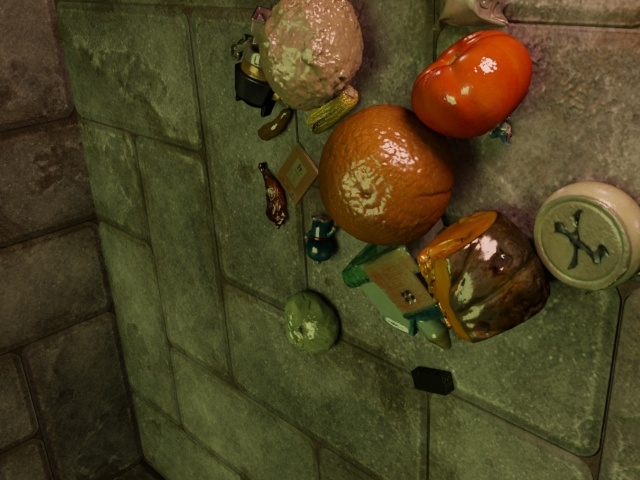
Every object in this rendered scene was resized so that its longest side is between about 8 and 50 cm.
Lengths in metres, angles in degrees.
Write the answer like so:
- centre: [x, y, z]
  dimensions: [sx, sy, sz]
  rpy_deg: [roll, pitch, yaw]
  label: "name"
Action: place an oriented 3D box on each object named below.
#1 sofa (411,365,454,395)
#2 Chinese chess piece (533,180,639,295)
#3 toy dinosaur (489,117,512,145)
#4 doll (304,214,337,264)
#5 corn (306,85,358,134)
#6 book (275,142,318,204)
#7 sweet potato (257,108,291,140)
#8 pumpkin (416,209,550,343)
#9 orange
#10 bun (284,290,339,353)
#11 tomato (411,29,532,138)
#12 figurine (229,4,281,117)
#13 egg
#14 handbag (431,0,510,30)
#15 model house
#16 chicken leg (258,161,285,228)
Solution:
- centre: [0.314, 0.393, 1.915]
  dimensions: [0.118, 0.039, 0.060]
  rpy_deg: [0, 107, 50]
  label: "sofa"
- centre: [0.552, -0.006, 1.397]
  dimensions: [0.238, 0.092, 0.237]
  rpy_deg: [24, 126, 39]
  label: "Chinese chess piece"
- centre: [0.398, -0.248, 1.498]
  dimensions: [0.047, 0.031, 0.083]
  rpy_deg: [12, 118, 48]
  label: "toy dinosaur"
- centre: [0.000, 0.000, 2.048]
  dimensions: [0.114, 0.085, 0.151]
  rpy_deg: [12, 107, 33]
  label: "doll"
- centre: [0.029, -0.351, 1.844]
  dimensions: [0.203, 0.072, 0.072]
  rpy_deg: [-30, 85, 52]
  label: "corn"
- centre: [-0.071, -0.201, 2.078]
  dimensions: [0.118, 0.012, 0.172]
  rpy_deg: [56, 141, 13]
  label: "book"
- centre: [-0.138, -0.341, 2.053]
  dimensions: [0.182, 0.054, 0.053]
  rpy_deg: [-26, 97, 49]
  label: "sweet potato"
- centre: [0.360, 0.076, 1.512]
  dimensions: [0.225, 0.256, 0.303]
  rpy_deg: [61, 174, -9]
  label: "pumpkin"
- centre: [0.155, -0.154, 1.579]
  dimensions: [0.322, 0.357, 0.321]
  rpy_deg: [5, 111, 13]
  label: "orange"
- centre: [-0.044, 0.273, 2.198]
  dimensions: [0.212, 0.127, 0.203]
  rpy_deg: [35, 130, 34]
  label: "bun"
- centre: [0.309, -0.313, 1.415]
  dimensions: [0.180, 0.260, 0.260]
  rpy_deg: [52, 144, -14]
  label: "tomato"
- centre: [-0.162, -0.496, 1.932]
  dimensions: [0.309, 0.143, 0.308]
  rpy_deg: [4, 94, 58]
  label: "figurine"
- centre: [-0.026, -0.476, 1.691]
  dimensions: [0.279, 0.279, 0.310]
  rpy_deg: [4, 95, 48]
  label: "egg"
- centre: [0.313, -0.553, 1.382]
  dimensions: [0.183, 0.117, 0.270]
  rpy_deg: [19, 121, 33]
  label: "handbag"
- centre: [0.259, 0.130, 1.767]
  dimensions: [0.267, 0.194, 0.325]
  rpy_deg: [-27, 101, 49]
  label: "model house"
- centre: [-0.154, -0.141, 2.175]
  dimensions: [0.090, 0.048, 0.219]
  rpy_deg: [4, 112, 45]
  label: "chicken leg"
